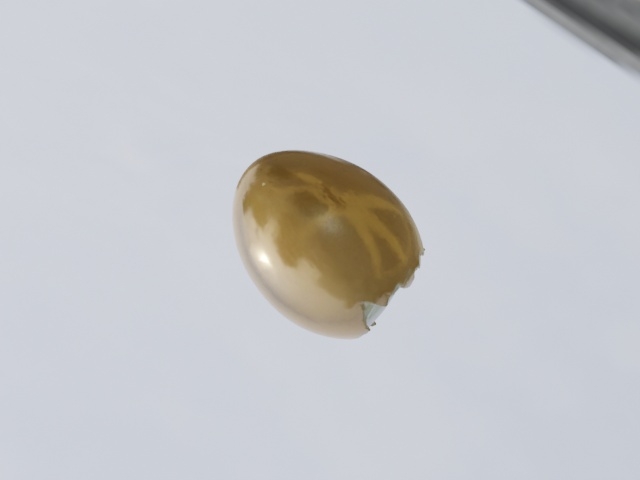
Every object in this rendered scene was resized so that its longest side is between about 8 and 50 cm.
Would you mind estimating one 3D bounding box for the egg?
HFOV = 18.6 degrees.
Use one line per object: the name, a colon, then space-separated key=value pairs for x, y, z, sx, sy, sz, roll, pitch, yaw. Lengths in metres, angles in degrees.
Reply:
egg: x=0.000 y=0.000 z=0.923 sx=0.096 sy=0.080 sz=0.080 roll=33 pitch=-149 yaw=-10
